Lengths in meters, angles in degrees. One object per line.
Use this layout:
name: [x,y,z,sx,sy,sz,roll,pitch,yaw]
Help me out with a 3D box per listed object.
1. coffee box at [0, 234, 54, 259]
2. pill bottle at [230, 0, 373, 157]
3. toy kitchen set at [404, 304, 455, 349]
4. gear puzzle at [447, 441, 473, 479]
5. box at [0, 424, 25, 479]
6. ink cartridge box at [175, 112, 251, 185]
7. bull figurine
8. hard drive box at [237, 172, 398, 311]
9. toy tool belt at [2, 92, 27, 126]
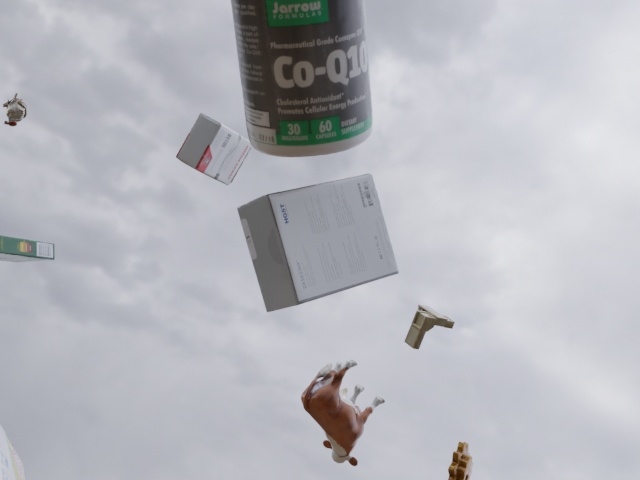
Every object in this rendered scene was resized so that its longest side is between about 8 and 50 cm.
coffee box: [-0.664,0.018,1.992,0.113,0.040,0.184,-4,-8,27]
pill bottle: [-0.031,-0.325,1.438,0.204,0.204,0.361,6,-64,27]
toy kitchen set: [0.217,0.181,1.958,0.083,0.075,0.068,12,14,-35]
gear puzzle: [0.223,0.472,1.486,0.044,0.175,0.339,7,-75,25]
box: [-0.458,0.339,1.247,0.203,0.114,0.103,-132,-158,-58]
ink cartridge box: [-0.201,-0.172,1.796,0.056,0.099,0.135,30,1,24]
bull figurine: [0.055,0.429,2.357,0.101,0.188,0.310,19,-28,37]
hard drive box: [0.000,0.000,1.554,0.089,0.232,0.181,-18,-93,49]
toy tool belt: [-0.686,-0.295,2.117,0.052,0.051,0.083,0,-16,-26]
